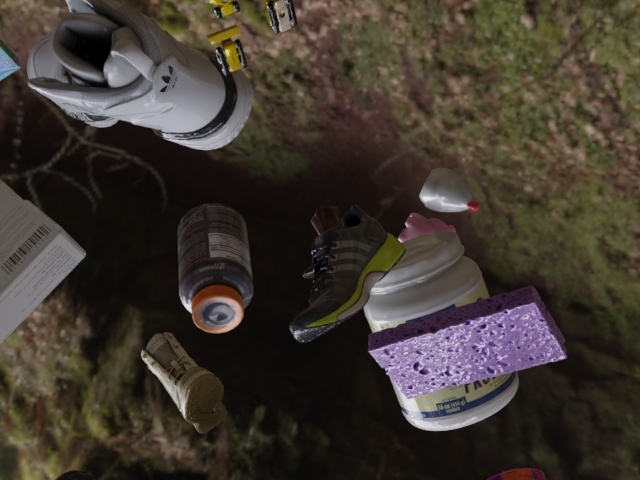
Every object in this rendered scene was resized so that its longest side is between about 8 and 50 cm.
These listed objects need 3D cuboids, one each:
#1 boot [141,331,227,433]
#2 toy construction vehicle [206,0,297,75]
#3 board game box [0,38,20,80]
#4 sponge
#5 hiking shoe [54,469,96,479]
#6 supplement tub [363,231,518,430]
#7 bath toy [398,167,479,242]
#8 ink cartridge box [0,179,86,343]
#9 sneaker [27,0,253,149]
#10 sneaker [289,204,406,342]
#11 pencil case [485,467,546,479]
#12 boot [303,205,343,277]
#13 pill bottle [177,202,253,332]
[{"bbox_3d":[-0.228,0.214,1.561,0.165,0.077,0.213,49,164,21],"label":"boot"},{"bbox_3d":[-0.071,-0.216,0.906,0.086,0.098,0.035,-26,-133,-9],"label":"toy construction vehicle"},{"bbox_3d":[-0.699,-0.330,1.804,0.160,0.210,0.047,53,-173,-40],"label":"board game box"},{"bbox_3d":[0.176,0.126,1.157,0.210,0.031,0.117,-18,133,20],"label":"sponge"},{"bbox_3d":[-0.207,0.335,0.956,0.086,0.226,0.114,-7,167,-47],"label":"hiking shoe"},{"bbox_3d":[0.220,0.169,1.831,0.236,0.324,0.235,-21,-169,4],"label":"supplement tub"},{"bbox_3d":[0.234,0.009,2.111,0.129,0.348,0.151,26,-160,7],"label":"bath toy"},{"bbox_3d":[-0.511,0.062,1.390,0.261,0.296,0.066,31,164,46],"label":"ink cartridge box"},{"bbox_3d":[-0.269,-0.215,1.134,0.366,0.137,0.210,19,178,35],"label":"sneaker"},{"bbox_3d":[0.022,0.053,1.541,0.121,0.111,0.300,48,-140,-6],"label":"sneaker"},{"bbox_3d":[0.260,0.391,1.143,0.105,0.104,0.236,12,-134,-33],"label":"pencil case"},{"bbox_3d":[0.000,0.000,1.693,0.107,0.114,0.037,-24,157,-1],"label":"boot"},{"bbox_3d":[-0.187,0.052,1.707,0.131,0.130,0.245,14,-146,-18],"label":"pill bottle"}]
